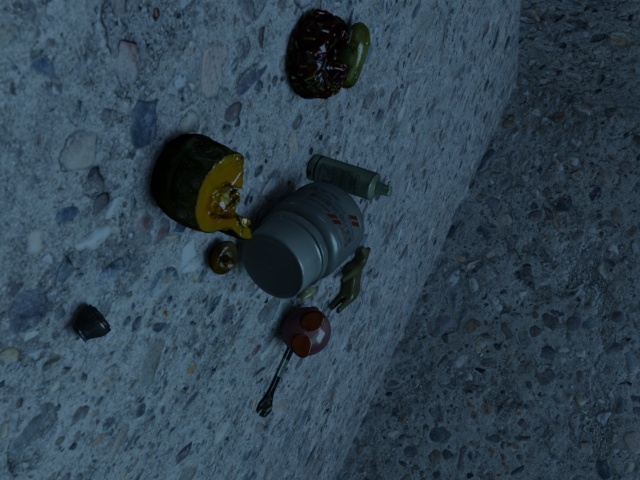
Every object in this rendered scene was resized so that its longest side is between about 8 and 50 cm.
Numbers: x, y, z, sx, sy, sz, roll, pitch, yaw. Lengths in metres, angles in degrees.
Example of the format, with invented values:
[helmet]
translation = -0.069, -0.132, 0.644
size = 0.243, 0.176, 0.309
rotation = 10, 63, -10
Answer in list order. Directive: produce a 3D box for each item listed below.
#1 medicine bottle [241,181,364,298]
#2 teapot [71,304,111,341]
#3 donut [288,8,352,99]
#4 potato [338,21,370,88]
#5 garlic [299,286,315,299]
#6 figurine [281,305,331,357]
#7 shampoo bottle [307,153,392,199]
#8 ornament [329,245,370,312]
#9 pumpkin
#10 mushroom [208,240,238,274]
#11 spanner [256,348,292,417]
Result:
[medicine bottle]
translation = -0.047, -0.002, 1.609
size = 0.306, 0.245, 0.245
rotation = -42, 145, -45
[teapot]
translation = -0.446, 0.167, 1.134
size = 0.057, 0.066, 0.088
rotation = -37, 169, -19
[donut]
translation = 0.006, -0.476, 1.510
size = 0.216, 0.096, 0.230
rotation = -21, 128, -60
[potato]
translation = 0.090, -0.528, 1.669
size = 0.105, 0.085, 0.188
rotation = -70, 175, -68
[garlic]
translation = -0.043, 0.185, 2.036
size = 0.053, 0.041, 0.083
rotation = -64, 164, 2
[figurine]
translation = -0.047, 0.307, 1.973
size = 0.173, 0.173, 0.173
rotation = -47, 149, -41
[shampoo bottle]
translation = 0.091, -0.182, 1.730
size = 0.085, 0.263, 0.085
rotation = -46, 147, -41
[ornament]
translation = 0.129, 0.143, 2.344
size = 0.245, 0.061, 0.230
rotation = -34, 137, -51
[pumpkin]
translation = -0.231, -0.115, 1.254
size = 0.189, 0.139, 0.280
rotation = -69, 158, 2
[mushroom]
translation = -0.239, 0.042, 1.437
size = 0.088, 0.073, 0.129
rotation = -51, -171, -6
[spanner]
translation = -0.149, 0.481, 2.081
size = 0.315, 0.024, 0.087
rotation = -65, 151, -7
